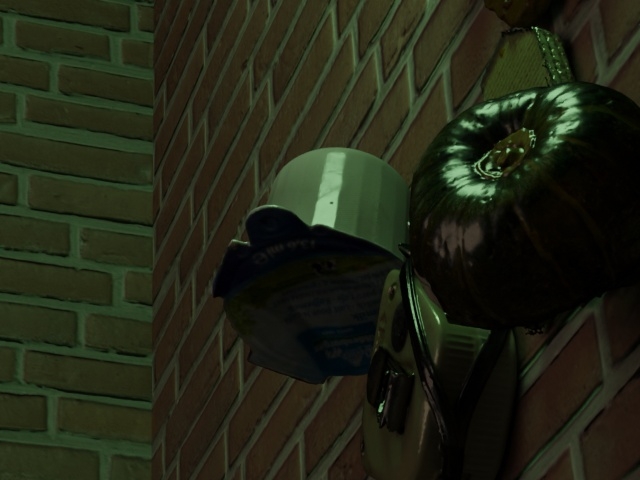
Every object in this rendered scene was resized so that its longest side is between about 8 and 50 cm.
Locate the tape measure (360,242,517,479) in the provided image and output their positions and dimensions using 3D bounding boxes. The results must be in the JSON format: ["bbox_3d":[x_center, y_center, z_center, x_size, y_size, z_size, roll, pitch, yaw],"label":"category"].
[{"bbox_3d":[0.125,0.139,2.067,0.231,0.133,0.271,-169,90,-74],"label":"tape measure"}]

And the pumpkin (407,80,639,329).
[{"bbox_3d":[0.206,-0.023,1.750,0.260,0.189,0.260,-28,31,18],"label":"pumpkin"}]

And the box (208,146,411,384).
[{"bbox_3d":[0.000,0.000,2.320,0.262,0.291,0.206,-19,37,24],"label":"box"}]

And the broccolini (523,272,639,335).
[{"bbox_3d":[0.250,0.061,1.869,0.218,0.044,0.042,-19,48,65],"label":"broccolini"}]

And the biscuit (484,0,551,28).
[{"bbox_3d":[0.235,-0.334,2.087,0.290,0.041,0.208,-142,63,-72],"label":"biscuit"}]

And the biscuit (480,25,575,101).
[{"bbox_3d":[0.224,-0.130,2.012,0.250,0.046,0.147,-100,24,-45],"label":"biscuit"}]
